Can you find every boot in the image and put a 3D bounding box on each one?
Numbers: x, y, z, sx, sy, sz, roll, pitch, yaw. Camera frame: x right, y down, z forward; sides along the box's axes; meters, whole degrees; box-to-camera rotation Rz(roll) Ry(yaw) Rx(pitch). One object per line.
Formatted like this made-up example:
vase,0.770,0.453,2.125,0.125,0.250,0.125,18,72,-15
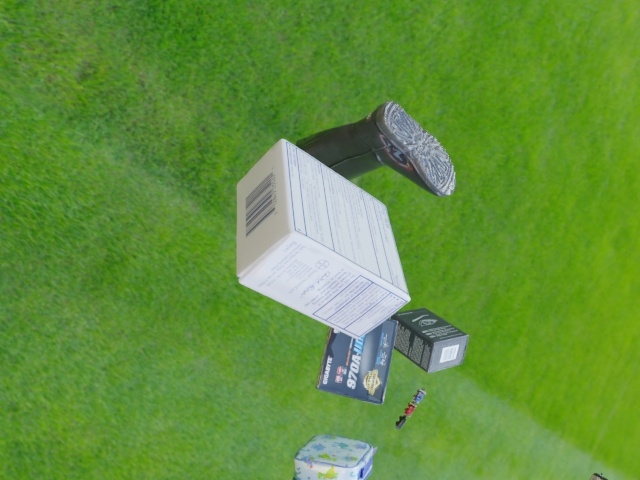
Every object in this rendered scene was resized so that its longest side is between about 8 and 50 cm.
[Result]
boot,0.159,-0.234,2.136,0.367,0.445,0.146,46,51,-22

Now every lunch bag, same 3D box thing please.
lunch bag,0.037,0.565,1.686,0.219,0.176,0.090,-2,95,-73

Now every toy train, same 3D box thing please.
toy train,0.282,0.528,2.096,0.158,0.027,0.036,-58,172,11

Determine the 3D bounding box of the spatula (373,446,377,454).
spatula,0.063,0.707,1.939,0.296,0.030,0.084,-44,161,8

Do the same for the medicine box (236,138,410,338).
medicine box,0.000,0.000,1.244,0.289,0.263,0.149,30,123,-31

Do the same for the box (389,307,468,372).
box,0.330,0.307,2.088,0.153,0.207,0.108,-5,113,-34

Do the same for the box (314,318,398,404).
box,0.094,0.296,1.721,0.051,0.175,0.220,126,-21,-72

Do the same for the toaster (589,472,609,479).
toaster,0.764,0.694,1.703,0.110,0.168,0.185,-51,127,-11
